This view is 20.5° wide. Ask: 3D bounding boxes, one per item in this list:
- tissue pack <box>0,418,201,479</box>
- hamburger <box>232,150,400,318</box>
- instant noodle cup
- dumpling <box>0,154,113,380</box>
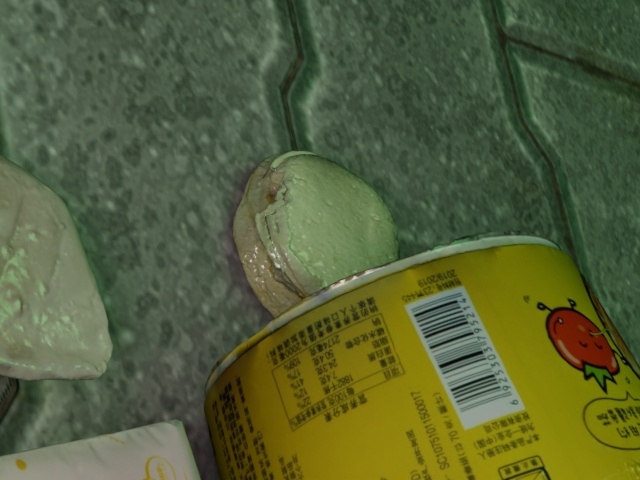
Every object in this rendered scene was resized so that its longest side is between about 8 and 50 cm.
[{"bbox_3d":[-0.126,0.221,0.890,0.185,0.124,0.225,-6,73,-51],"label":"tissue pack"},{"bbox_3d":[0.000,0.000,1.238,0.133,0.062,0.140,48,41,-19],"label":"hamburger"},{"bbox_3d":[0.084,0.163,1.056,0.326,0.325,0.254,3,57,-51],"label":"instant noodle cup"},{"bbox_3d":[-0.201,0.015,0.945,0.150,0.092,0.176,-27,91,-56],"label":"dumpling"}]
